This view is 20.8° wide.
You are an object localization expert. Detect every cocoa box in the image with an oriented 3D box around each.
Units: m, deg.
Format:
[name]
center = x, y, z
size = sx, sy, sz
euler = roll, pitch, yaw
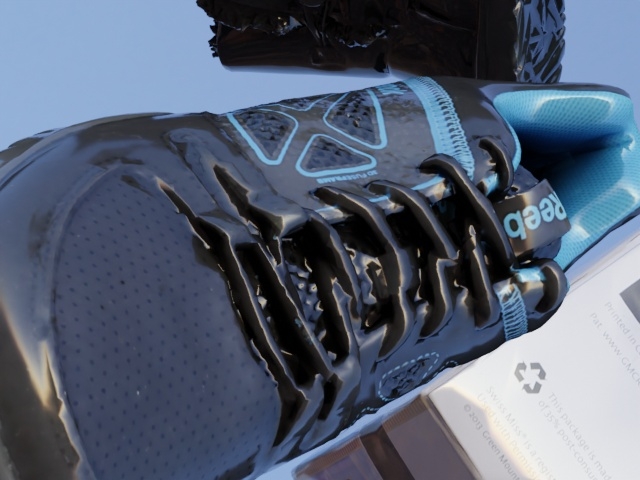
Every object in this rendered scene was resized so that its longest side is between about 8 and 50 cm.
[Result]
[cocoa box]
center = 0.191, 0.197, 1.023
size = 0.347, 0.231, 0.228
euler = 56, -27, 4

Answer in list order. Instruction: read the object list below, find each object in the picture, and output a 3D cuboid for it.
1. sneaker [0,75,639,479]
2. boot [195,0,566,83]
[sneaker]
center = 0.000, 0.000, 0.575
size = 0.139, 0.341, 0.125
euler = -11, -78, 31
[boot]
center = 0.023, -0.184, 0.906
size = 0.207, 0.094, 0.246
euler = 14, -53, 25
